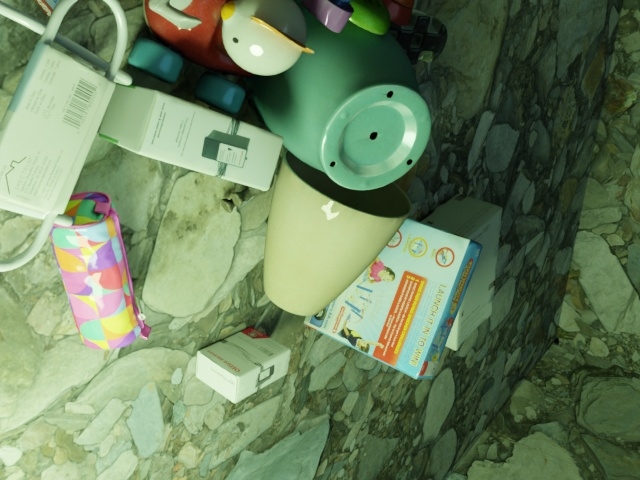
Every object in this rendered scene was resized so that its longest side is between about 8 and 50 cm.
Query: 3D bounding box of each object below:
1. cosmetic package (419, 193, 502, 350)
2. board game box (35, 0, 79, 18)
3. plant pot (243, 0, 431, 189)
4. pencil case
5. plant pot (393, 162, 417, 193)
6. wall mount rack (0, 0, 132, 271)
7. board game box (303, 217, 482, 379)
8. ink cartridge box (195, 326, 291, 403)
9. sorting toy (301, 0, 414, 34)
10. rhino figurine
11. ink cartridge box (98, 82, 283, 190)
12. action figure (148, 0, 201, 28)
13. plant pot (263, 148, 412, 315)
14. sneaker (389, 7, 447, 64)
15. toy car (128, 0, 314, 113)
[{"bbox_3d":[0.386,0.087,1.995,0.217,0.156,0.384,-36,137,-37],"label":"cosmetic package"},{"bbox_3d":[-0.279,-0.420,0.852,0.281,0.027,0.145,-57,147,-17],"label":"board game box"},{"bbox_3d":[0.041,-0.223,1.126,0.272,0.255,0.271,-13,131,-16],"label":"plant pot"},{"bbox_3d":[-0.315,0.048,1.005,0.104,0.105,0.236,-39,138,-37],"label":"pencil case"},{"bbox_3d":[0.154,-0.188,1.590,0.236,0.032,0.236,-22,118,-50],"label":"plant pot"},{"bbox_3d":[-0.375,-0.153,0.788,0.304,0.131,0.349,25,87,-61],"label":"wall mount rack"},{"bbox_3d":[0.151,0.099,1.525,0.086,0.302,0.308,18,94,-58],"label":"board game box"},{"bbox_3d":[-0.148,0.235,1.346,0.151,0.109,0.063,-20,128,-49],"label":"ink cartridge box"},{"bbox_3d":[0.087,-0.397,1.052,0.126,0.127,0.365,-52,176,30],"label":"sorting toy"},{"bbox_3d":[-0.137,-0.164,1.166,0.106,0.073,0.243,-40,137,-31],"label":"rhino figurine"},{"bbox_3d":[-0.180,-0.145,0.991,0.209,0.153,0.086,15,95,-40],"label":"ink cartridge box"},{"bbox_3d":[-0.177,-0.448,0.757,0.341,0.179,0.329,69,18,-82],"label":"action figure"},{"bbox_3d":[0.000,0.000,1.333,0.257,0.256,0.273,-12,134,-52],"label":"plant pot"},{"bbox_3d":[0.062,-0.402,1.294,0.331,0.146,0.122,2,125,-31],"label":"sneaker"},{"bbox_3d":[-0.108,-0.293,0.945,0.210,0.238,0.219,22,93,-38],"label":"toy car"}]
